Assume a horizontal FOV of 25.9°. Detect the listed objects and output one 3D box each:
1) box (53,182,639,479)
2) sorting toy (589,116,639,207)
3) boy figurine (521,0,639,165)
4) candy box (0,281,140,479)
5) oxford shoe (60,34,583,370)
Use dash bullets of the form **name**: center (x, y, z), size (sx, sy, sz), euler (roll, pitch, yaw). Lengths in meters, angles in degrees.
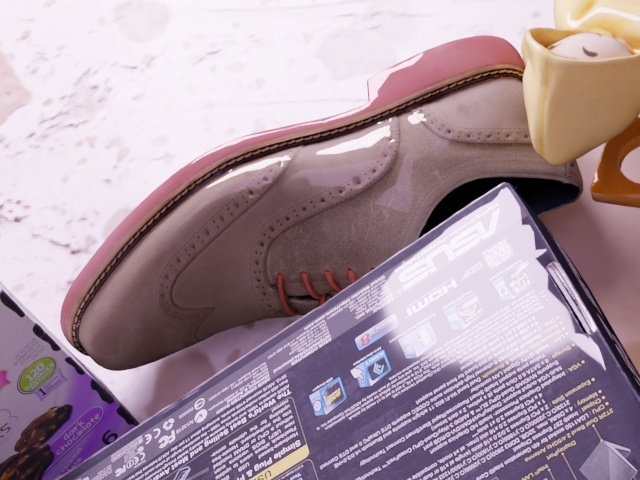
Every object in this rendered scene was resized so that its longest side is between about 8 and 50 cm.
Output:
- **box**: center (0.002, 0.188, 0.695), size (0.395, 0.097, 0.318), euler (-34, 38, 10)
- **sorting toy**: center (0.330, -0.009, 0.808), size (0.348, 0.047, 0.196), euler (23, 65, 31)
- **boy figurine**: center (0.218, -0.153, 0.879), size (0.285, 0.092, 0.177), euler (-37, 49, -23)
- **candy box**: center (-0.224, 0.113, 0.842), size (0.165, 0.196, 0.070), euler (-43, 55, -9)
- **oxford shoe**: center (0.000, 0.000, 0.880), size (0.348, 0.123, 0.130), euler (-31, 59, 1)
